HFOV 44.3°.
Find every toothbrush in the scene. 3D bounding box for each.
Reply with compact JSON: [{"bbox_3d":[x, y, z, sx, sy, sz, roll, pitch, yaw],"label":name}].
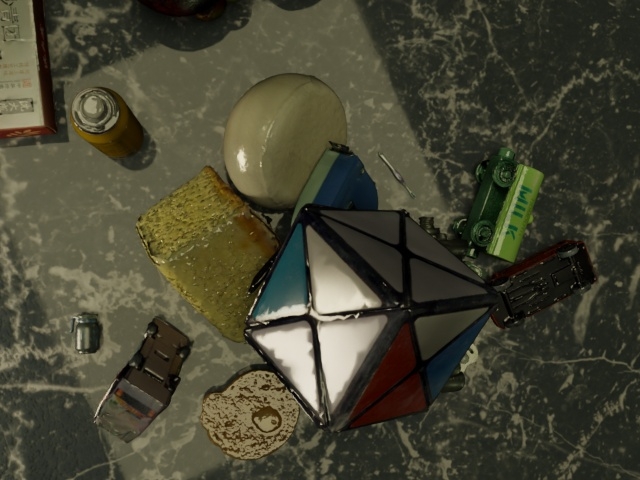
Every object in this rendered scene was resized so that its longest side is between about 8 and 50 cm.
[{"bbox_3d":[0.170,-0.144,1.738,0.011,0.013,0.131,-40,91,-10],"label":"toothbrush"}]

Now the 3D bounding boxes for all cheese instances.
[{"bbox_3d":[0.319,0.110,1.745,0.067,0.026,0.120,31,86,-6],"label":"cheese"}]

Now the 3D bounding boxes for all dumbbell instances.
[{"bbox_3d":[0.219,0.152,1.659,0.179,0.179,0.406,2,90,-6],"label":"dumbbell"}]

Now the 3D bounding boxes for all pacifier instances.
[{"bbox_3d":[0.307,0.253,1.724,0.083,0.064,0.068,-40,85,-6],"label":"pacifier"}]

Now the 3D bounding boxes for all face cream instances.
[{"bbox_3d":[-0.408,-0.225,1.503,0.105,0.349,0.104,0,90,-6],"label":"face cream"}]

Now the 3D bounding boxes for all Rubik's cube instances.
[{"bbox_3d":[0.082,0.136,1.456,0.307,0.310,0.305,0,126,-45],"label":"Rubik's cube"}]

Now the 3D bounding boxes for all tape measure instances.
[{"bbox_3d":[0.000,0.000,1.575,0.098,0.215,0.351,20,73,33],"label":"tape measure"}]

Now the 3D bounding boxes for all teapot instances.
[{"bbox_3d":[-0.491,0.194,1.648,0.049,0.064,0.083,3,86,-38],"label":"teapot"}]

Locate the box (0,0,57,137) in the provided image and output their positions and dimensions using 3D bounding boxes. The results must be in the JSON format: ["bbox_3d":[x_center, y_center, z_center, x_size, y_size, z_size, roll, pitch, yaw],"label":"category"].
[{"bbox_3d":[-0.754,-0.372,1.579,0.385,0.122,0.344,-6,90,-7],"label":"box"}]

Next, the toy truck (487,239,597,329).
[{"bbox_3d":[0.466,0.092,1.717,0.253,0.114,0.107,-25,103,-7],"label":"toy truck"}]

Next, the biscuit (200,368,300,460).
[{"bbox_3d":[-0.144,0.370,1.679,0.208,0.049,0.181,-35,93,-5],"label":"biscuit"}]

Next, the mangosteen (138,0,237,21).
[{"bbox_3d":[-0.268,-0.597,1.573,0.300,0.300,0.300,0,90,-6],"label":"mangosteen"}]

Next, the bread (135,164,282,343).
[{"bbox_3d":[-0.200,0.029,1.670,0.248,0.279,0.315,-36,136,-5],"label":"bread"}]

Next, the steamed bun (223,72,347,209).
[{"bbox_3d":[-0.086,-0.205,1.598,0.177,0.283,0.283,20,87,34],"label":"steamed bun"}]

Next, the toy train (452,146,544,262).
[{"bbox_3d":[0.400,-0.070,1.725,0.157,0.105,0.253,19,89,-19],"label":"toy train"}]

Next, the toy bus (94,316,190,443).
[{"bbox_3d":[-0.340,0.264,1.533,0.112,0.317,0.138,37,100,-7],"label":"toy bus"}]
